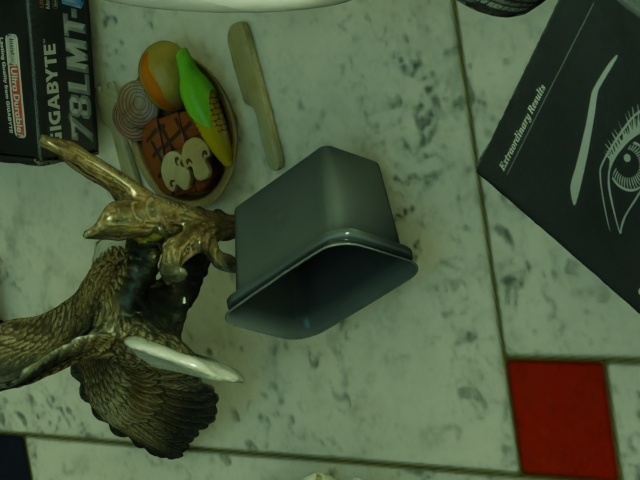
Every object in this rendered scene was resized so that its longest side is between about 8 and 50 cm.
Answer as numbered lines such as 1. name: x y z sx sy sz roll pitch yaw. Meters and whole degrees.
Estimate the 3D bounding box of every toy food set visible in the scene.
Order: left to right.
1. toy food set: -0.115 -0.087 1.402 0.192 0.038 0.132 -18 88 46

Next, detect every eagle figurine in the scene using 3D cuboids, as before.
1. eagle figurine: -0.174 0.072 1.402 0.226 0.225 0.298 43 119 4

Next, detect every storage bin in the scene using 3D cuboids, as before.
1. storage bin: 0.000 0.000 1.281 0.135 0.098 0.091 -33 53 40

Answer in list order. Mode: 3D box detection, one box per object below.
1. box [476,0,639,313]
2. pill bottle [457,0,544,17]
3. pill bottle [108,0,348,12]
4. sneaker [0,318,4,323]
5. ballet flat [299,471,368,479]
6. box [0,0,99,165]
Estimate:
1. box: 0.215 -0.048 1.036 0.207 0.108 0.153 45 129 28
2. pill bottle: 0.159 -0.240 1.025 0.246 0.130 0.130 -35 76 43
3. pill bottle: -0.062 -0.339 1.161 0.210 0.210 0.363 16 111 41
4. sneaker: -0.296 0.068 1.627 0.069 0.038 0.098 40 135 29
5. ballet flat: 0.013 0.205 1.348 0.188 0.070 0.070 7 106 42
6. box: -0.309 -0.220 1.534 0.293 0.073 0.295 10 107 46
